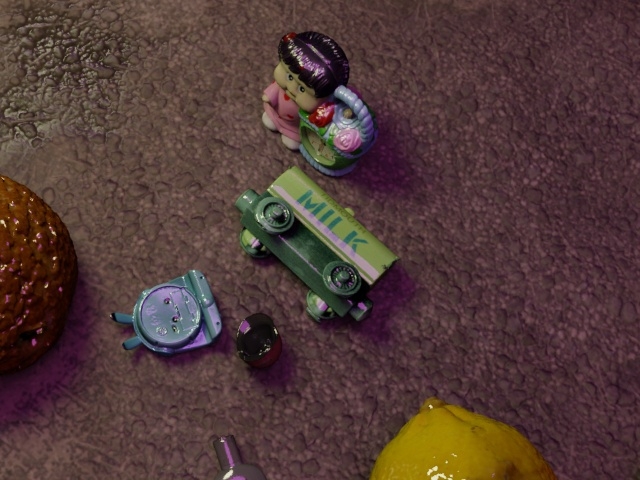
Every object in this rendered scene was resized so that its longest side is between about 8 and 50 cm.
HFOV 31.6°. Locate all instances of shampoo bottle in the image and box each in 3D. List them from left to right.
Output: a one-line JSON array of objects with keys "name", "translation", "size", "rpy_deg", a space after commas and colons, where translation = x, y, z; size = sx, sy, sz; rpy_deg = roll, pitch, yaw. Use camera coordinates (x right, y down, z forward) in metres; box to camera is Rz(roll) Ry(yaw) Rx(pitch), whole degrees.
[{"name": "shampoo bottle", "translation": [-0.107, 0.347, 1.534], "size": [0.079, 0.040, 0.165], "rpy_deg": [-16, 75, -12]}]

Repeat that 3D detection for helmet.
[{"name": "helmet", "translation": [-0.082, 0.148, 1.604], "size": [0.065, 0.049, 0.084], "rpy_deg": [-25, 43, 16]}]

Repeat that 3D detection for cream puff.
[{"name": "cream puff", "translation": [-0.478, 0.034, 1.501], "size": [0.302, 0.212, 0.303], "rpy_deg": [2, 70, -4]}]

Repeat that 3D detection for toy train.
[{"name": "toy train", "translation": [0.000, 0.000, 1.650], "size": [0.253, 0.105, 0.157], "rpy_deg": [42, 56, 8]}]

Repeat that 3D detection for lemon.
[{"name": "lemon", "translation": [0.185, 0.363, 1.452], "size": [0.268, 0.268, 0.322], "rpy_deg": [1, 83, -8]}]

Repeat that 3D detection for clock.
[{"name": "clock", "translation": [-0.219, 0.111, 1.600], "size": [0.147, 0.045, 0.108], "rpy_deg": [-18, 73, -14]}, {"name": "clock", "translation": [0.003, -0.202, 1.664], "size": [0.194, 0.195, 0.100], "rpy_deg": [44, 67, 10]}]
